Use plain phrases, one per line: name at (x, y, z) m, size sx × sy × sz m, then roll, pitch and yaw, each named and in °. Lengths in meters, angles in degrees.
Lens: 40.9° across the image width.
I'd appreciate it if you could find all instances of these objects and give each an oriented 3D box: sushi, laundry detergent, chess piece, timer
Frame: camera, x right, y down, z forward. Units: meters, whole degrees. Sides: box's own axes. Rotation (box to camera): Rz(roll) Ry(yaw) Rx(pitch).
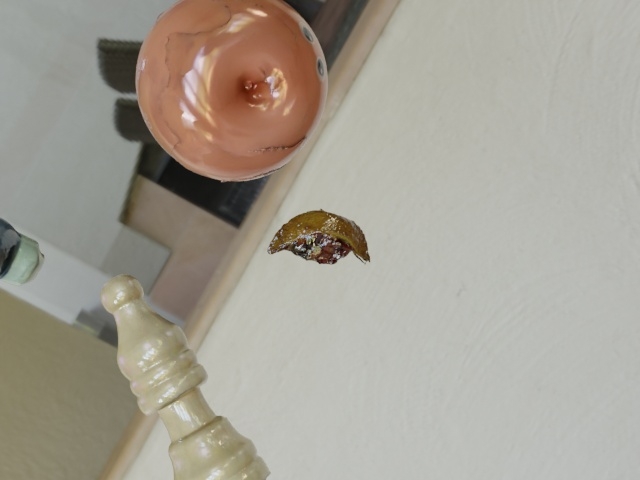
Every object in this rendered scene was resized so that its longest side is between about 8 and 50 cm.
sushi at (0.000, 0.000, 0.812) m, size 0.050 × 0.099 × 0.047 m, roll 96°, pitch 176°, yaw -61°
laundry detergent at (-0.495, -0.017, 1.127) m, size 0.094 × 0.289 × 0.143 m, roll -59°, pitch 34°, yaw 7°
chess piece at (-0.184, 0.179, 1.059) m, size 0.124 × 0.307 × 0.139 m, roll -31°, pitch -6°, yaw 14°
timer at (-0.105, -0.186, 1.027) m, size 0.230 × 0.229 × 0.215 m, roll -60°, pitch 20°, yaw 3°
